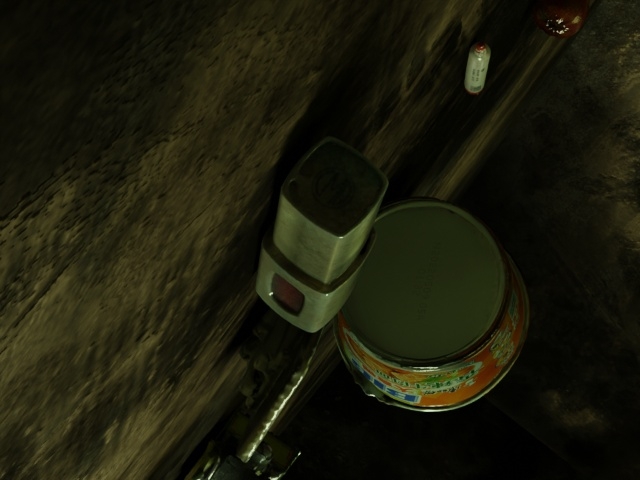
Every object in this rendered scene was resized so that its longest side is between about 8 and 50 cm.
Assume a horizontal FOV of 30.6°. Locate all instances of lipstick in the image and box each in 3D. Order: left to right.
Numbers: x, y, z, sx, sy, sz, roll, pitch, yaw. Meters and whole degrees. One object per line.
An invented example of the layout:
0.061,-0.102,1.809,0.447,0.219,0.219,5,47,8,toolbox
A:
0.000,0.000,0.915,0.077,0.079,0.253,-50,174,-18,lipstick

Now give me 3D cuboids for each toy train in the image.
-0.149,0.377,1.730,0.261,0.134,0.177,-54,-178,22,toy train

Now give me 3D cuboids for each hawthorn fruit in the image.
0.314,-0.304,1.521,0.077,0.077,0.077,-51,173,-8,hawthorn fruit

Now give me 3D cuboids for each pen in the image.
0.178,-0.198,1.329,0.026,0.026,0.218,-52,173,0,pen

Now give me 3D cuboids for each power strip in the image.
-0.046,0.111,1.267,0.198,0.064,0.213,-59,-176,38,power strip

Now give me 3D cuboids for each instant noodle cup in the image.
0.146,0.076,1.596,0.296,0.296,0.214,-51,164,-7,instant noodle cup
